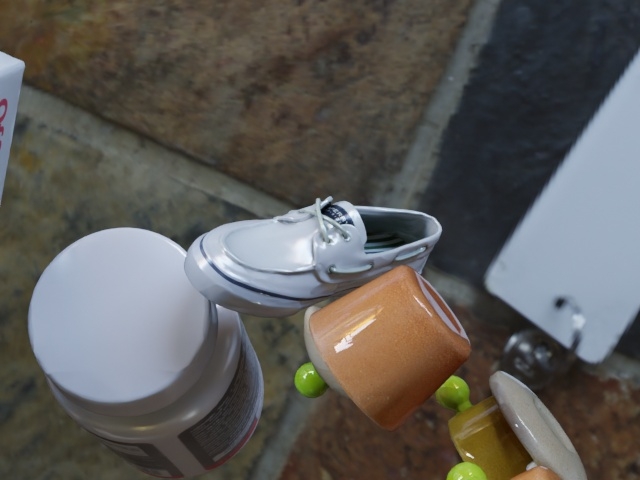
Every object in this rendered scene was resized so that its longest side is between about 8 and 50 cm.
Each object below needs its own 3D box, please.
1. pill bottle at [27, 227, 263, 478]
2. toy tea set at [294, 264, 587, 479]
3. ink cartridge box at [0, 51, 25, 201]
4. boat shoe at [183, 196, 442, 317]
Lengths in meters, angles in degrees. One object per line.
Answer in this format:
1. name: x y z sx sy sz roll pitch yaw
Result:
1. pill bottle: -0.139 0.099 0.990 0.161 0.283 0.161 -1 70 3
2. toy tea set: 0.092 0.174 0.614 0.124 0.200 0.336 -38 67 12
3. ink cartridge box: -0.355 -0.016 0.843 0.129 0.307 0.223 21 116 8
4. boat shoe: 0.000 0.000 0.873 0.226 0.083 0.076 -4 137 -49
